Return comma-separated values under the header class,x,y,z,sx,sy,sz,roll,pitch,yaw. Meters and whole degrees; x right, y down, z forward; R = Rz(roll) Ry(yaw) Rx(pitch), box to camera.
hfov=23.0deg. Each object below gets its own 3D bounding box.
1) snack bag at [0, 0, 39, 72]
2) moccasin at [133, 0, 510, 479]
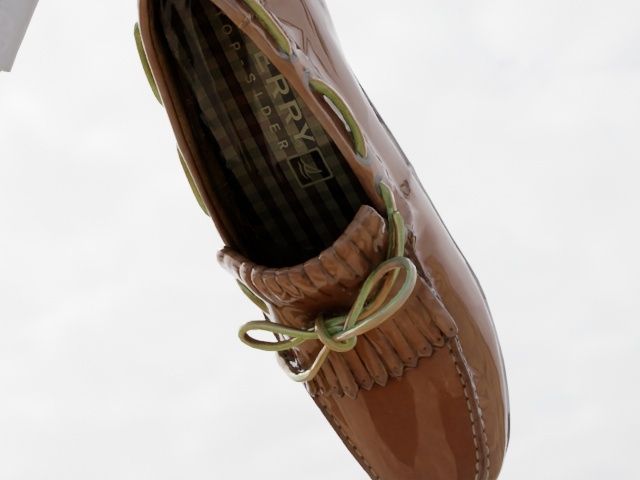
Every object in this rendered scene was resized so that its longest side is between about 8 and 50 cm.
class,x,y,z,sx,sy,sz,roll,pitch,yaw
snack bag,-0.301,-0.313,1.015,0.343,0.323,0.037,24,3,-14
moccasin,0.003,-0.001,0.923,0.139,0.380,0.147,-13,18,25
